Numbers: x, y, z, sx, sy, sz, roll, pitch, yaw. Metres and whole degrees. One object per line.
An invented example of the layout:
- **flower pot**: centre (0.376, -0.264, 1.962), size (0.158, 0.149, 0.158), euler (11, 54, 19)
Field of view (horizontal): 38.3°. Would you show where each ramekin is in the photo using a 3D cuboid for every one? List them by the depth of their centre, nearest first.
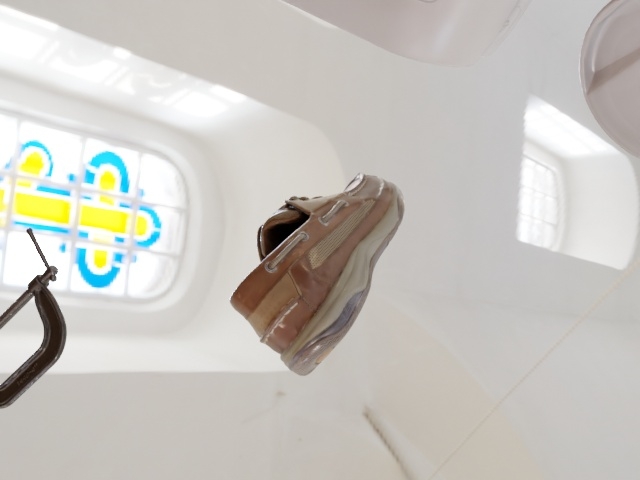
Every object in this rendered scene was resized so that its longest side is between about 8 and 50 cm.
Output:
- **ramekin**: centre (0.505, -0.242, 1.263), size (0.273, 0.127, 0.273), euler (29, -40, 28)

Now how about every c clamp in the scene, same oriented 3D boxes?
- **c clamp**: centre (-0.316, 0.091, 0.962), size (0.161, 0.022, 0.137), euler (-46, -117, 17)

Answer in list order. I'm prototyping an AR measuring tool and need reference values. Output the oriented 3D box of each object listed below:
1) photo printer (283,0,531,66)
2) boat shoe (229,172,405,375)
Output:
- **photo printer**: centre (0.019, -0.265, 0.566), size (0.307, 0.107, 0.256), euler (30, -51, 25)
- **boat shoe**: centre (0.000, 0.000, 0.927), size (0.116, 0.324, 0.123), euler (35, -62, -4)
